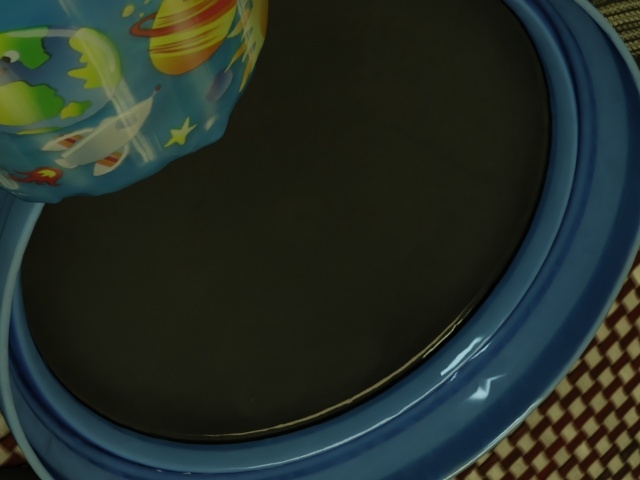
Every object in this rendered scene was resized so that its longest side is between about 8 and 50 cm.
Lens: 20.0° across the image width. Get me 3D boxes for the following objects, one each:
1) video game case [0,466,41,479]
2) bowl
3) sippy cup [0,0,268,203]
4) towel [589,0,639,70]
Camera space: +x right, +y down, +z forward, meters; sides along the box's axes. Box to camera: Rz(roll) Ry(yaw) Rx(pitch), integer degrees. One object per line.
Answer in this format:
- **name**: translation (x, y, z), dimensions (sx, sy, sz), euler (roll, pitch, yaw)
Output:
- **video game case**: translation (-0.200, 0.245, 1.071), dimensions (0.275, 0.035, 0.248), euler (5, 115, -42)
- **bowl**: translation (0.000, 0.000, 0.999), dimensions (0.391, 0.077, 0.391), euler (-16, 130, -20)
- **sippy cup**: translation (-0.124, -0.139, 0.743), dimensions (0.224, 0.305, 0.240), euler (66, 42, -56)
- **towel**: translation (0.143, -0.147, 1.086), dimensions (0.312, 0.056, 0.324), euler (-15, 129, -29)
